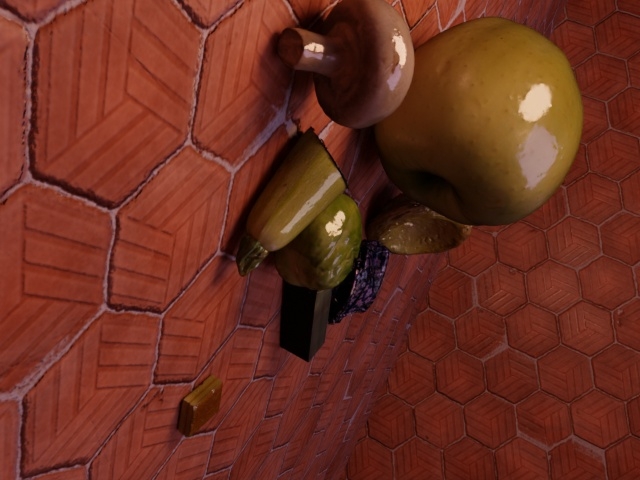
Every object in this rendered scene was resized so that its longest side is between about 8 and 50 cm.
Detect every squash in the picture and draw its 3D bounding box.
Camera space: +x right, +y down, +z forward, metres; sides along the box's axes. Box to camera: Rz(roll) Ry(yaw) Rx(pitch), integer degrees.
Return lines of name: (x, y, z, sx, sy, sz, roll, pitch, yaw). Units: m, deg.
squash: (-0.052, -0.062, 1.075, 0.288, 0.137, 0.137, -53, 158, -24)

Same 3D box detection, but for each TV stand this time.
TV stand: (-0.034, 0.162, 1.439, 0.083, 0.088, 0.270, -46, 153, -40)

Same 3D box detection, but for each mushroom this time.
mushroom: (0.034, -0.282, 0.973, 0.215, 0.207, 0.208, -1, 119, -34)

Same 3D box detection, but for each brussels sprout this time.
brussels sprout: (0.000, 0.000, 1.230, 0.223, 0.161, 0.223, 19, 90, -88)

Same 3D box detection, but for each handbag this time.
handbag: (0.082, 0.105, 1.616, 0.207, 0.126, 0.229, -4, 118, -61)

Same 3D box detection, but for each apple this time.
apple: (0.355, -0.268, 1.394, 0.474, 0.473, 0.474, -52, 157, -33)

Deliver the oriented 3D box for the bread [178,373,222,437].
bread: (-0.232, 0.321, 1.201, 0.094, 0.035, 0.090, -36, 146, -54)

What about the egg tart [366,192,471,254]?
egg tart: (0.281, -0.055, 1.781, 0.315, 0.314, 0.120, 73, 16, -63)
